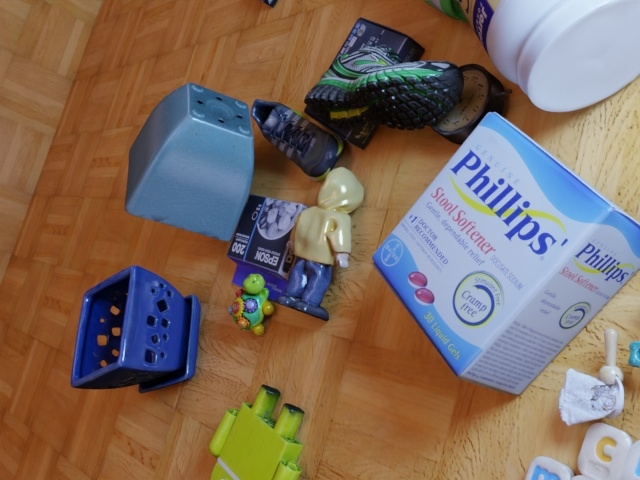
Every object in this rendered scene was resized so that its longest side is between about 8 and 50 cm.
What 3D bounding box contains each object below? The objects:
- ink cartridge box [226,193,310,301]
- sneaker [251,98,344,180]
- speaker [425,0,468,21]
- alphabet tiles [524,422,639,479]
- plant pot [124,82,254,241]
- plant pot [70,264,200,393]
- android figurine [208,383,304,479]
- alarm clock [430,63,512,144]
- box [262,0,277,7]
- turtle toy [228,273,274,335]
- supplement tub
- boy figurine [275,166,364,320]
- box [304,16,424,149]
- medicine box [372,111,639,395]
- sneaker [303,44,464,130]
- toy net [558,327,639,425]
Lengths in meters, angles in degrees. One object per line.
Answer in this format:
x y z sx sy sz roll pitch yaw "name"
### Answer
-0.120 0.012 1.499 0.206 0.045 0.208 14 84 51 "ink cartridge box"
-0.059 -0.218 1.479 0.300 0.121 0.111 39 102 50 "sneaker"
0.220 -0.523 1.308 0.131 0.131 0.297 -49 42 21 "speaker"
0.348 0.369 0.808 0.284 0.021 0.278 15 84 51 "alphabet tiles"
-0.270 -0.195 1.546 0.252 0.247 0.248 -57 29 33 "plant pot"
-0.409 0.220 1.592 0.235 0.212 0.236 -24 54 40 "plant pot"
-0.127 0.417 1.303 0.248 0.056 0.273 27 91 51 "android figurine"
0.239 -0.237 1.194 0.129 0.064 0.192 -57 42 13 "alarm clock"
-0.128 -0.737 1.873 0.184 0.045 0.191 -57 41 16 "box"
-0.146 0.128 1.442 0.095 0.066 0.130 41 111 47 "turtle toy"
0.324 -0.376 1.010 0.241 0.241 0.332 -39 54 30 "supplement tub"
0.000 0.000 1.331 0.177 0.092 0.285 8 78 50 "boy figurine"
0.083 -0.322 1.418 0.233 0.059 0.183 -58 41 10 "box"
0.257 0.016 0.984 0.289 0.149 0.263 -53 41 18 "medicine box"
0.110 -0.288 1.224 0.343 0.134 0.146 13 72 49 "sneaker"
0.392 0.154 0.849 0.232 0.045 0.122 -54 43 18 "toy net"
